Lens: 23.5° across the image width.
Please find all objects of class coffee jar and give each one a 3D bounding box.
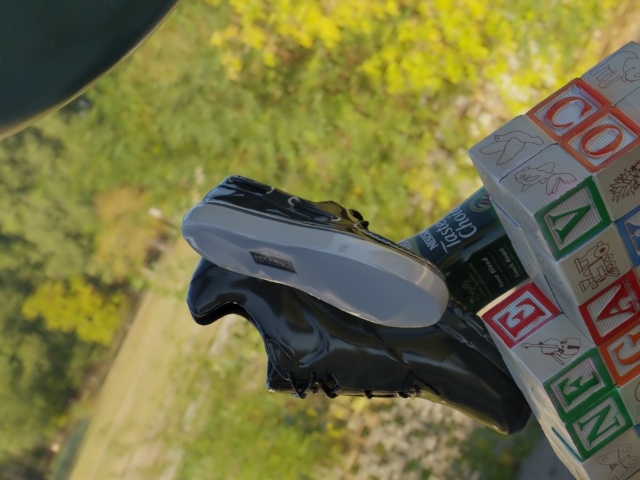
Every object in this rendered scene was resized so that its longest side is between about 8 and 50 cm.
[{"bbox_3d":[0.136,0.008,1.324,0.184,0.079,0.096,-35,36,1],"label":"coffee jar"}]

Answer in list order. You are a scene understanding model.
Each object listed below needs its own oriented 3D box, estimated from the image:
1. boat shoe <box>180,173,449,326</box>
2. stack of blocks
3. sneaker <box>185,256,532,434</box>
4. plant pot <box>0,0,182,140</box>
[{"bbox_3d":[0.000,0.000,0.716,0.040,0.142,0.049,-56,-32,-29],"label":"boat shoe"},{"bbox_3d":[0.201,0.038,1.018,0.171,0.297,0.087,-34,40,-4],"label":"stack of blocks"},{"bbox_3d":[0.026,0.079,1.178,0.130,0.286,0.109,-56,-11,-17],"label":"sneaker"},{"bbox_3d":[-0.155,-0.191,0.751,0.290,0.195,0.290,38,136,49],"label":"plant pot"}]
